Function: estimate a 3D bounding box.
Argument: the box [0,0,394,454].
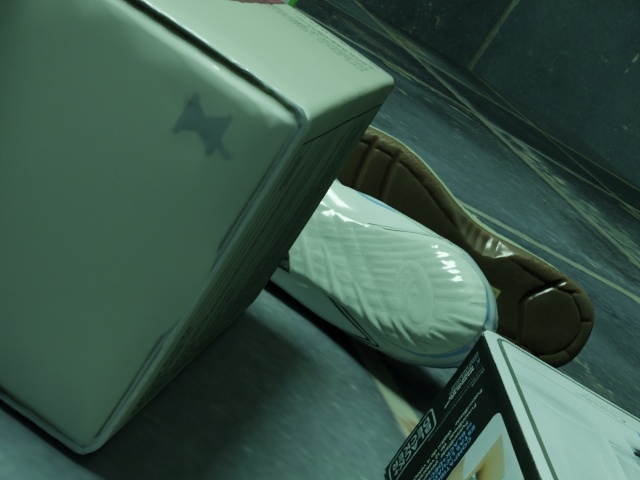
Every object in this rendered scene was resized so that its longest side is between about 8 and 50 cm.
[{"bbox_3d":[-0.071,-0.036,0.505,0.127,0.149,0.232,35,14,3],"label":"box"}]

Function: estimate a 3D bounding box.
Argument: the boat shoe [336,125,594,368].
[{"bbox_3d":[0.063,0.003,0.818,0.257,0.095,0.095,38,0,-10],"label":"boat shoe"}]

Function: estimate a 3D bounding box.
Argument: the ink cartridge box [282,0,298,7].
[{"bbox_3d":[-0.117,-0.292,1.119,0.114,0.198,0.273,23,19,-37],"label":"ink cartridge box"}]

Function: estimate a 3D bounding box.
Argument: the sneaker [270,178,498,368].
[{"bbox_3d":[0.000,0.000,0.706,0.237,0.085,0.086,36,-12,20],"label":"sneaker"}]

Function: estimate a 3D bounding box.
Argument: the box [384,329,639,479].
[{"bbox_3d":[0.123,0.158,0.423,0.169,0.087,0.290,31,15,-9],"label":"box"}]
